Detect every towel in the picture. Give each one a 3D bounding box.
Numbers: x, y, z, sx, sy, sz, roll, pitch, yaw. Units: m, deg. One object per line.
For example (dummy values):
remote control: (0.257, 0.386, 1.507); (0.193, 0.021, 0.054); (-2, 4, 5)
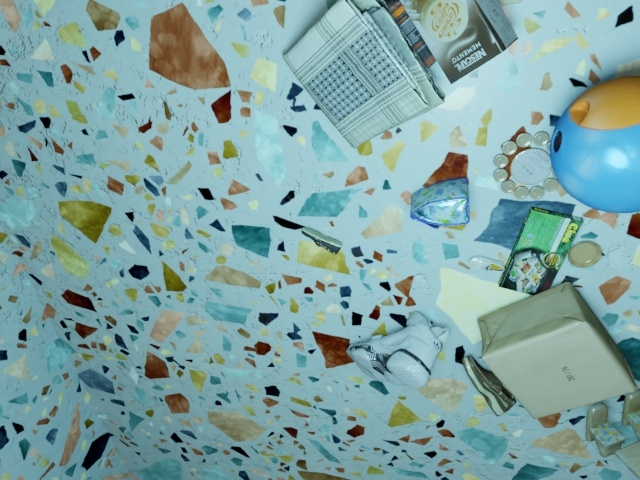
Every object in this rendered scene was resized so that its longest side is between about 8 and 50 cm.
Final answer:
towel: (0.090, -0.386, 1.149); (0.312, 0.056, 0.324); (51, 143, -16)

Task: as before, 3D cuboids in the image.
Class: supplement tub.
supplement tub: (0.180, -0.472, 1.111); (0.106, 0.106, 0.198); (-32, 108, 28)

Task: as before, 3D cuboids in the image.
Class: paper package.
paper package: (0.667, 0.328, 1.400); (0.309, 0.168, 0.325); (-31, 114, 28)

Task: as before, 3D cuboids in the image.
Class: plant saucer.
plant saucer: (0.715, 0.036, 1.320); (0.083, 0.015, 0.083); (7, 121, 12)

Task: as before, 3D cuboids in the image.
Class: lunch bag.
lunch bag: (0.315, -0.097, 1.283); (0.151, 0.129, 0.096); (-3, 118, 16)

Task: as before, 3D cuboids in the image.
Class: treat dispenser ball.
treat dispenser ball: (0.648, -0.201, 1.036); (0.288, 0.288, 0.288); (7, 121, 11)

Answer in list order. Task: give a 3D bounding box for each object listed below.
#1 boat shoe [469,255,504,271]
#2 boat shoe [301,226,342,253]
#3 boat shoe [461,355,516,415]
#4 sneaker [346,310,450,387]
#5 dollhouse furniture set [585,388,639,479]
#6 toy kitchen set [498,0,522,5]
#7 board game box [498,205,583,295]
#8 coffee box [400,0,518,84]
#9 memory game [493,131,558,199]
boat shoe: (0.477, 0.071, 1.393); (0.100, 0.035, 0.035); (13, 122, 7)
boat shoe: (0.000, 0.001, 1.472); (0.133, 0.049, 0.042); (25, 115, -6)
boat shoe: (0.552, 0.455, 1.577); (0.095, 0.095, 0.257); (-32, 114, 14)
sneaker: (0.250, 0.343, 1.562); (0.137, 0.210, 0.366); (53, 153, -17)
dollhouse furniture set: (1.030, 0.539, 1.344); (0.394, 0.362, 0.256); (-18, 118, -7)
toy kitchen set: (0.369, -0.623, 0.997); (0.122, 0.166, 0.207); (2, 84, 10)
board game box: (0.603, 0.037, 1.344); (0.136, 0.030, 0.260); (16, 123, 8)
coffee box: (0.289, -0.488, 1.040); (0.246, 0.098, 0.141); (54, 142, -10)
memory game: (0.535, -0.189, 1.238); (0.186, 0.012, 0.186); (7, 121, 12)
